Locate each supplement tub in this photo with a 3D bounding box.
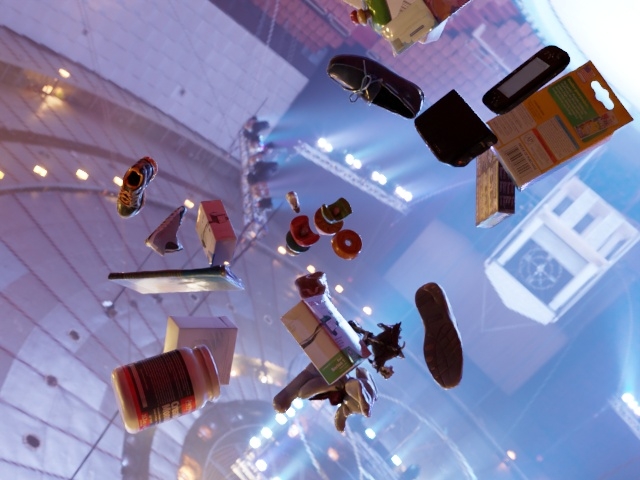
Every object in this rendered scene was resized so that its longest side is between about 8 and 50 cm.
[{"bbox_3d":[-0.445,0.421,1.705,0.272,0.191,0.191,-15,-133,-25],"label":"supplement tub"}]

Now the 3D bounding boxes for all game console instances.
[{"bbox_3d":[0.398,-0.327,1.375,0.044,0.361,0.213,40,-161,-41],"label":"game console"}]

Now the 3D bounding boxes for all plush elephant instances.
[{"bbox_3d":[0.063,0.499,1.946,0.255,0.330,0.272,45,-168,17],"label":"plush elephant"}]

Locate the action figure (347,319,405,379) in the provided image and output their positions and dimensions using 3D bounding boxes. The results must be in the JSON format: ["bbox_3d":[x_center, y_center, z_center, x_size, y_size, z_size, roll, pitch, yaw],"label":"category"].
[{"bbox_3d":[0.176,0.310,1.733,0.141,0.164,0.275,31,167,-30],"label":"action figure"}]

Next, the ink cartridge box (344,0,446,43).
[{"bbox_3d":[0.316,-0.975,2.250,0.395,0.285,0.166,34,-145,15],"label":"ink cartridge box"}]

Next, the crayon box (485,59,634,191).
[{"bbox_3d":[0.625,-0.302,1.584,0.203,0.323,0.083,63,-166,15],"label":"crayon box"}]

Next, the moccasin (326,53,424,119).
[{"bbox_3d":[0.181,-0.501,1.927,0.342,0.138,0.117,18,-121,-4],"label":"moccasin"}]

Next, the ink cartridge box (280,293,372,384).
[{"bbox_3d":[0.017,0.258,1.584,0.219,0.092,0.160,51,-161,14],"label":"ink cartridge box"}]

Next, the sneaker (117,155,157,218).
[{"bbox_3d":[-0.563,-0.154,1.760,0.084,0.215,0.083,32,-155,3],"label":"sneaker"}]

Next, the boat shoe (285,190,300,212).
[{"bbox_3d":[-0.080,-0.115,1.821,0.035,0.035,0.100,58,171,27],"label":"boat shoe"}]

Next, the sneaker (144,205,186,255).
[{"bbox_3d":[-0.577,-0.025,2.335,0.132,0.086,0.229,45,-124,-12],"label":"sneaker"}]

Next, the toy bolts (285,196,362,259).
[{"bbox_3d":[0.000,0.000,1.900,0.228,0.158,0.218,-19,-107,-27],"label":"toy bolts"}]

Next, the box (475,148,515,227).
[{"bbox_3d":[0.586,-0.195,1.990,0.060,0.270,0.216,5,167,-4],"label":"box"}]

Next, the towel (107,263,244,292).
[{"bbox_3d":[-0.453,0.128,1.912,0.271,0.370,0.040,70,-161,-74],"label":"towel"}]

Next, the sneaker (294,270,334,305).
[{"bbox_3d":[-0.017,0.185,1.873,0.302,0.108,0.121,-99,-7,-77],"label":"sneaker"}]

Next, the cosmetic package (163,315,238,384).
[{"bbox_3d":[-0.438,0.398,2.132,0.224,0.224,0.138,5,-169,-30],"label":"cosmetic package"}]

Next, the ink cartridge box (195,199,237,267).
[{"bbox_3d":[-0.357,-0.025,2.018,0.082,0.140,0.191,-9,-130,-28],"label":"ink cartridge box"}]

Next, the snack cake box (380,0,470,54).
[{"bbox_3d":[0.297,-0.626,1.626,0.089,0.152,0.264,52,-131,-10],"label":"snack cake box"}]

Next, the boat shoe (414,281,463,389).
[{"bbox_3d":[0.410,0.311,1.943,0.130,0.132,0.355,31,-133,-51],"label":"boat shoe"}]

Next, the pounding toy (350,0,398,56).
[{"bbox_3d":[0.169,-0.731,1.970,0.183,0.110,0.237,56,-168,-80],"label":"pounding toy"}]
